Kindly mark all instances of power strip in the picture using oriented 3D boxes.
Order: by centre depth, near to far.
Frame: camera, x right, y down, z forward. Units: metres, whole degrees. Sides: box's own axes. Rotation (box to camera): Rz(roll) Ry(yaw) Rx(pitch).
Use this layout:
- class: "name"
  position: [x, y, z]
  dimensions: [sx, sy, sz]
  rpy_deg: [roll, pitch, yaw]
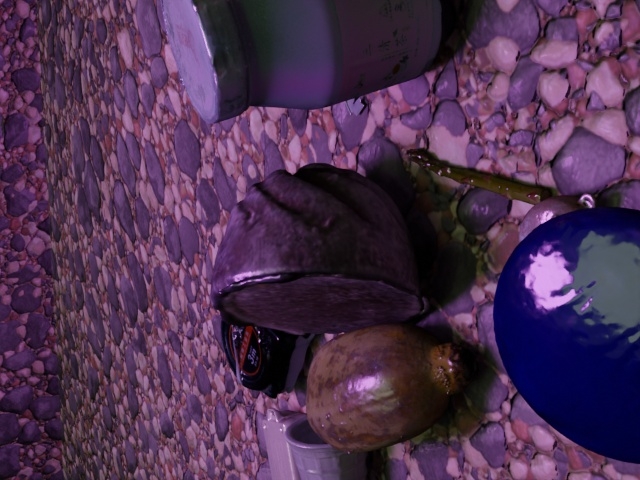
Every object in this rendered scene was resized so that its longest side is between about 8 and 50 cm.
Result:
- class: "power strip"
  position: [-0.041, 0.469, 1.522]
  dimensions: [0.098, 0.058, 0.338]
  rpy_deg: [-9, 91, 57]

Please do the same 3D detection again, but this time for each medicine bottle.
- class: "medicine bottle"
  position: [-0.034, -0.279, 1.024]
  dimensions: [0.245, 0.290, 0.245]
  rpy_deg: [160, 90, -74]

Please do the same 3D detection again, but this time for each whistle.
- class: "whistle"
  position: [0.255, 0.035, 0.933]
  dimensions: [0.107, 0.057, 0.220]
  rpy_deg: [49, 139, 32]

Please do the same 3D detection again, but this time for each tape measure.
- class: "tape measure"
  position: [-0.100, 0.179, 1.489]
  dimensions: [0.181, 0.107, 0.182]
  rpy_deg: [49, 136, 36]

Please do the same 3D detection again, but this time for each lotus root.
- class: "lotus root"
  position: [0.087, 0.200, 1.168]
  dimensions: [0.309, 0.173, 0.173]
  rpy_deg: [-33, 71, 48]

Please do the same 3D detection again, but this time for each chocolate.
- class: "chocolate"
  position: [0.000, 0.000, 1.150]
  dimensions: [0.303, 0.303, 0.213]
  rpy_deg: [-34, 51, 56]

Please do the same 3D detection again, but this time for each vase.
- class: "vase"
  position: [0.031, 0.440, 1.338]
  dimensions: [0.143, 0.143, 0.299]
  rpy_deg: [10, 111, 56]

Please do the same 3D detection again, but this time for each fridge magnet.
- class: "fridge magnet"
  position: [0.293, 0.093, 0.804]
  dimensions: [0.265, 0.112, 0.266]
  rpy_deg: [18, 119, 37]

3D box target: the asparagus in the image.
- class: "asparagus"
  position: [0.189, -0.080, 1.036]
  dimensions: [0.025, 0.024, 0.248]
  rpy_deg: [-53, 37, -7]

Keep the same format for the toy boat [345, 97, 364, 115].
- class: "toy boat"
  position: [0.027, -0.264, 1.227]
  dimensions: [0.149, 0.034, 0.105]
  rpy_deg: [60, 145, 30]
